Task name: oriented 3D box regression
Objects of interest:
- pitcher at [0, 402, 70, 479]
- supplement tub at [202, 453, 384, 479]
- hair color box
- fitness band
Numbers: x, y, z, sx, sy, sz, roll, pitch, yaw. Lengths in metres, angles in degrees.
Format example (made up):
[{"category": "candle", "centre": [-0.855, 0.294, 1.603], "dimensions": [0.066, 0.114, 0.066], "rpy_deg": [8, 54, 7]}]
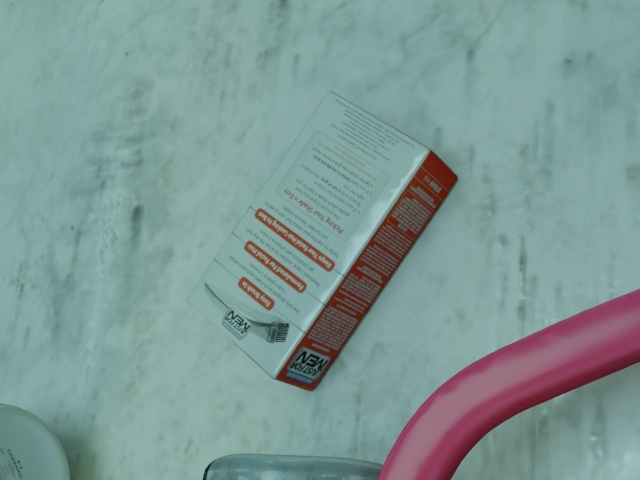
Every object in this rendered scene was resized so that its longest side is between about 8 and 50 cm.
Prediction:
[{"category": "pitcher", "centre": [-0.257, 0.220, 0.669], "dimensions": [0.207, 0.125, 0.178], "rpy_deg": [-36, 78, 28]}, {"category": "supplement tub", "centre": [-0.013, 0.214, 0.511], "dimensions": [0.116, 0.117, 0.191], "rpy_deg": [-8, 69, 29]}, {"category": "hair color box", "centre": [0.000, 0.000, 0.622], "dimensions": [0.093, 0.053, 0.167], "rpy_deg": [36, 92, 34]}, {"category": "fitness band", "centre": [0.164, 0.127, 0.439], "dimensions": [0.290, 0.054, 0.209], "rpy_deg": [-24, 65, 7]}]
